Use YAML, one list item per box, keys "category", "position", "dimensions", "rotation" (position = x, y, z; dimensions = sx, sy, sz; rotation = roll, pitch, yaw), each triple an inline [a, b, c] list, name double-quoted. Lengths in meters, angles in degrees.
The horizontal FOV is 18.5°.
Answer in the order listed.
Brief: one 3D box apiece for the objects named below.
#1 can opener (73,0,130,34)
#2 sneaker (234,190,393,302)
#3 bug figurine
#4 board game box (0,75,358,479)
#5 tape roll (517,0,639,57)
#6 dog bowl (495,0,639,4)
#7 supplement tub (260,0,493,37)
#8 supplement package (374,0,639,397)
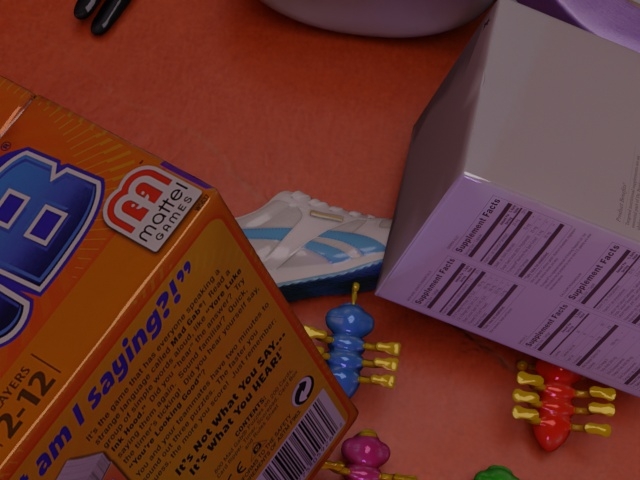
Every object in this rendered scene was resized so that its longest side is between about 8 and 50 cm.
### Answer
- category: "can opener"
  position: [-0.171, -0.273, 1.824]
  dimensions: [0.059, 0.073, 0.186]
  rotation: [32, 73, -35]
- category: "sneaker"
  position: [0.000, 0.000, 1.732]
  dimensions: [0.229, 0.087, 0.092]
  rotation: [-9, 72, -9]
- category: "bug figurine"
  position: [0.104, 0.163, 1.697]
  dimensions: [0.279, 0.072, 0.216]
  rotation: [14, 79, -5]
- category: "board game box"
  position: [-0.252, 0.118, 1.480]
  dimensions: [0.356, 0.356, 0.356]
  rotation: [28, 72, 30]
- category: "tape roll"
  position: [0.306, -0.265, 1.721]
  dimensions: [0.275, 0.090, 0.274]
  rotation: [1, 74, -4]
- category: "dog bowl"
  position: [0.295, -0.214, 1.806]
  dimensions: [0.265, 0.104, 0.264]
  rotation: [1, 74, -4]
- category: "supplement tub"
  position: [0.058, -0.374, 1.766]
  dimensions: [0.241, 0.241, 0.331]
  rotation: [8, 73, -2]
- category: "supplement package"
  position: [0.215, -0.031, 1.651]
  dimensions: [0.263, 0.198, 0.199]
  rotation: [21, 53, -9]
